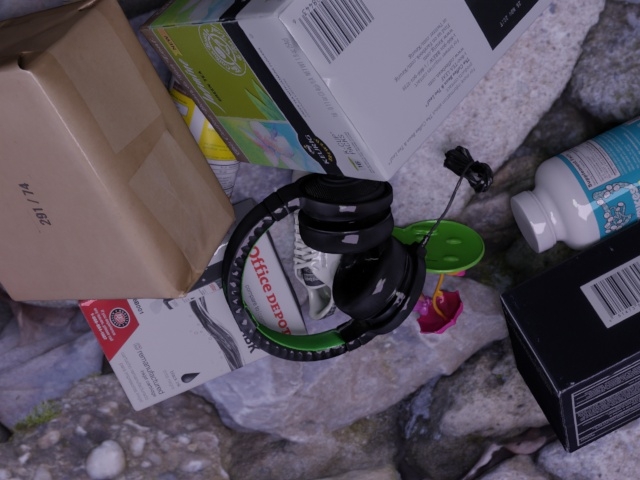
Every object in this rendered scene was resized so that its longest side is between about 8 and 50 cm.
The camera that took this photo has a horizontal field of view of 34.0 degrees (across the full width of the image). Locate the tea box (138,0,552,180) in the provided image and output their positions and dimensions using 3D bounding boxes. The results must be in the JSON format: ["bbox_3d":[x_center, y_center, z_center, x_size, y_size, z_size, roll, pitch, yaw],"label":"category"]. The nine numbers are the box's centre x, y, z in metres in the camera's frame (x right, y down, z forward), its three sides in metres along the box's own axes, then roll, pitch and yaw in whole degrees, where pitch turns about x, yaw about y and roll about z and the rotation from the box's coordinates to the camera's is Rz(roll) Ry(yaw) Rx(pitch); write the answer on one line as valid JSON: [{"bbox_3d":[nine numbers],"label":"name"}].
[{"bbox_3d":[0.030,-0.263,1.186,0.329,0.323,0.220,-47,119,-20],"label":"tea box"}]

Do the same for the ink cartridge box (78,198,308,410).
[{"bbox_3d":[-0.176,0.089,1.475,0.273,0.114,0.197,-23,117,-3],"label":"ink cartridge box"}]

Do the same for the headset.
[{"bbox_3d":[0.052,-0.004,1.406,0.394,0.185,0.243,-28,118,-1],"label":"headset"}]

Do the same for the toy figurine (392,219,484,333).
[{"bbox_3d":[0.152,0.068,1.556,0.173,0.130,0.159,5,125,9],"label":"toy figurine"}]

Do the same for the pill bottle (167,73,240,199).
[{"bbox_3d":[-0.162,-0.118,1.380,0.117,0.117,0.215,12,111,-18],"label":"pill bottle"}]

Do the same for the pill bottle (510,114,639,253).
[{"bbox_3d":[0.414,-0.078,1.517,0.264,0.146,0.146,-26,118,0],"label":"pill bottle"}]

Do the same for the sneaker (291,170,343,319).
[{"bbox_3d":[0.000,0.000,1.472,0.095,0.090,0.235,-36,121,-35],"label":"sneaker"}]

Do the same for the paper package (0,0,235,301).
[{"bbox_3d":[-0.314,-0.093,1.253,0.309,0.168,0.325,-4,127,35],"label":"paper package"}]

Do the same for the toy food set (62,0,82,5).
[{"bbox_3d":[-0.276,-0.342,1.306,0.122,0.019,0.078,-21,117,6],"label":"toy food set"}]

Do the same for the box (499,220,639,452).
[{"bbox_3d":[0.442,0.137,1.545,0.296,0.183,0.294,-27,148,0],"label":"box"}]
